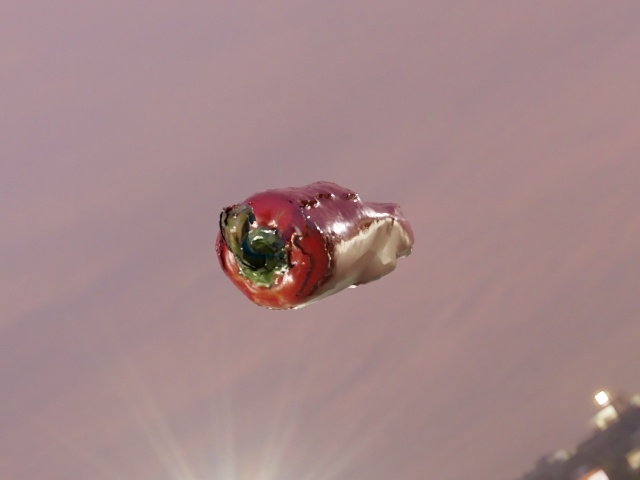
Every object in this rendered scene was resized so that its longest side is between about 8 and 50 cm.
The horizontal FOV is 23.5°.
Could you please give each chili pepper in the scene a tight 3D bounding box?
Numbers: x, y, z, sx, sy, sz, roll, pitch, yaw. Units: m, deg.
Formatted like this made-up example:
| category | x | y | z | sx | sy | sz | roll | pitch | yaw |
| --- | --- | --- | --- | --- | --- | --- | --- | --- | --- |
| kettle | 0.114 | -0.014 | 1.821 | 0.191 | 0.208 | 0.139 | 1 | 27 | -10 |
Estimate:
| category | x | y | z | sx | sy | sz | roll | pitch | yaw |
| --- | --- | --- | --- | --- | --- | --- | --- | --- | --- |
| chili pepper | 0.000 | 0.000 | 1.370 | 0.110 | 0.110 | 0.387 | -39 | -12 | 24 |
